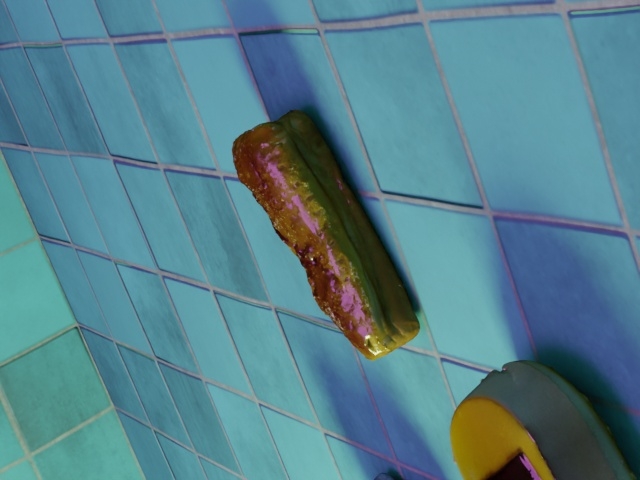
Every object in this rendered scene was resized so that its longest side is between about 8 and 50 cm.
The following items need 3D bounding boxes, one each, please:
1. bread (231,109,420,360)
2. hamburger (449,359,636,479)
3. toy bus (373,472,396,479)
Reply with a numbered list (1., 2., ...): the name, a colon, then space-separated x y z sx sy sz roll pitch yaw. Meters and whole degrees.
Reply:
1. bread: 0.000 0.000 2.034 0.380 0.109 0.185 61 155 -3
2. hamburger: 0.288 0.287 1.732 0.227 0.151 0.295 -30 83 60
3. toy bus: 0.127 0.536 2.271 0.294 0.197 0.232 12 136 58
